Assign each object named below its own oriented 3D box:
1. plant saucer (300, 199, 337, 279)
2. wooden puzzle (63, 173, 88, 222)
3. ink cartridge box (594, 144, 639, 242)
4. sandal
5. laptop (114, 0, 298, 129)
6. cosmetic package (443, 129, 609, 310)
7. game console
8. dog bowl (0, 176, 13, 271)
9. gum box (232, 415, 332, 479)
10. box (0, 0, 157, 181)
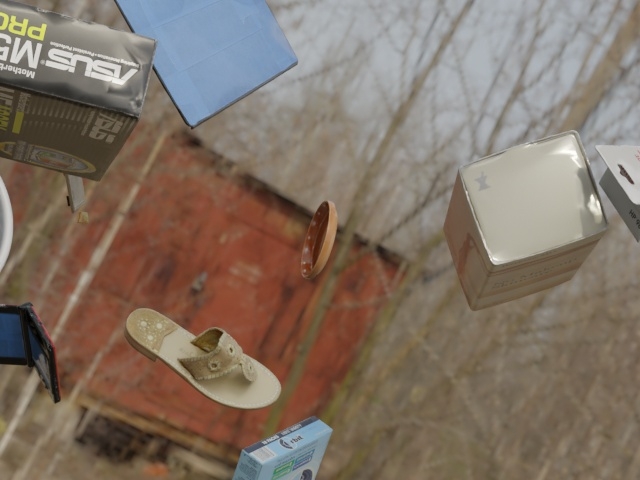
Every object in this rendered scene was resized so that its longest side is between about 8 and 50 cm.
[{"bbox_3d":[0.000,0.000,1.454,0.013,0.083,0.083,16,-3,-14],"label":"plant saucer"},{"bbox_3d":[-0.356,-0.078,2.042,0.014,0.116,0.078,-5,8,6],"label":"wooden puzzle"},{"bbox_3d":[0.390,-0.052,1.601,0.180,0.060,0.104,1,43,-26],"label":"ink cartridge box"},{"bbox_3d":[-0.160,0.155,1.967,0.240,0.088,0.079,27,-35,0],"label":"sandal"},{"bbox_3d":[-0.111,-0.407,1.723,0.236,0.408,0.382,29,26,7],"label":"laptop"},{"bbox_3d":[0.246,-0.016,1.747,0.153,0.129,0.296,-17,-13,-1],"label":"cosmetic package"},{"bbox_3d":[-0.417,0.155,1.920,0.124,0.085,0.144,54,-25,30],"label":"game console"},{"bbox_3d":[-0.502,-0.012,1.657,0.265,0.265,0.104,28,-33,-14],"label":"dog bowl"},{"bbox_3d":[-0.069,0.347,1.958,0.041,0.184,0.157,34,29,27],"label":"gum box"},{"bbox_3d":[-0.247,-0.116,1.040,0.216,0.060,0.270,15,-10,-13],"label":"box"}]
